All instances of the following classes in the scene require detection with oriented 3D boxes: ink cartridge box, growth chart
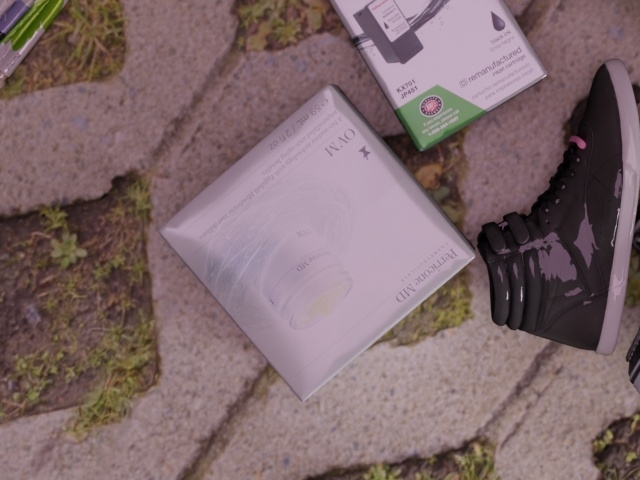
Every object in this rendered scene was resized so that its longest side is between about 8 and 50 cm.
[{"bbox_3d":[0.109,-0.214,1.896,0.153,0.087,0.208,-31,90,5],"label":"ink cartridge box"},{"bbox_3d":[-0.384,-0.263,1.963,0.237,0.021,0.172,34,96,2],"label":"growth chart"}]

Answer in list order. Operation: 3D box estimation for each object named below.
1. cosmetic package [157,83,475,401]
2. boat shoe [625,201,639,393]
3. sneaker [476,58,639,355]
[{"bbox_3d":[0.000,0.000,1.893,0.224,0.138,0.225,-41,91,5],"label":"cosmetic package"},{"bbox_3d":[0.365,-0.008,1.888,0.119,0.121,0.335,24,84,11],"label":"boat shoe"},{"bbox_3d":[0.233,-0.036,1.888,0.146,0.104,0.296,4,98,-1],"label":"sneaker"}]
